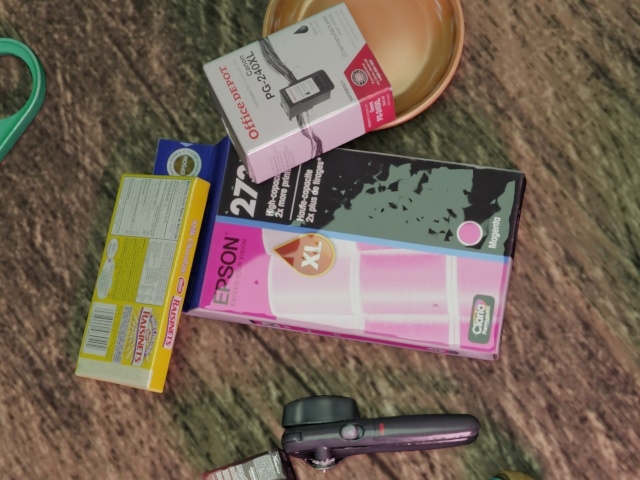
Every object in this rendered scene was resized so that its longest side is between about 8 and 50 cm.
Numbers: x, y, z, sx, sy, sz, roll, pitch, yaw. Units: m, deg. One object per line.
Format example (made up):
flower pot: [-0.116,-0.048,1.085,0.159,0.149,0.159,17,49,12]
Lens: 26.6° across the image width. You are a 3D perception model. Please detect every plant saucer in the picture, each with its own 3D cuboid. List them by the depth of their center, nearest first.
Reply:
plant saucer: [0.043,-0.200,1.341,0.199,0.037,0.200,-2,78,8]

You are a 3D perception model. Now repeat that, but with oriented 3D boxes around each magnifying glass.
magnifying glass: [-0.339,-0.095,1.378,0.092,0.026,0.231,8,80,9]

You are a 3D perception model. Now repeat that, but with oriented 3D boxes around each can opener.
can opener: [0.054,0.177,1.249,0.186,0.059,0.073,-2,78,8]

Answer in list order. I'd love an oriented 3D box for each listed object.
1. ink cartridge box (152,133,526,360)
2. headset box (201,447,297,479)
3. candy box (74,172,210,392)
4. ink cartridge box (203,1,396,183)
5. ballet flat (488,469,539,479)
ink cartridge box: [0.000,0.000,1.295,0.370,0.069,0.176,7,79,12]
headset box: [-0.069,0.221,1.255,0.083,0.062,0.032,-21,76,2]
candy box: [-0.171,0.037,1.303,0.105,0.027,0.206,6,79,37]
ink cartridge box: [-0.021,-0.138,1.270,0.150,0.063,0.109,-25,67,-5]
ballet flat: [0.172,0.323,1.198,0.073,0.080,0.232,13,82,-20]
